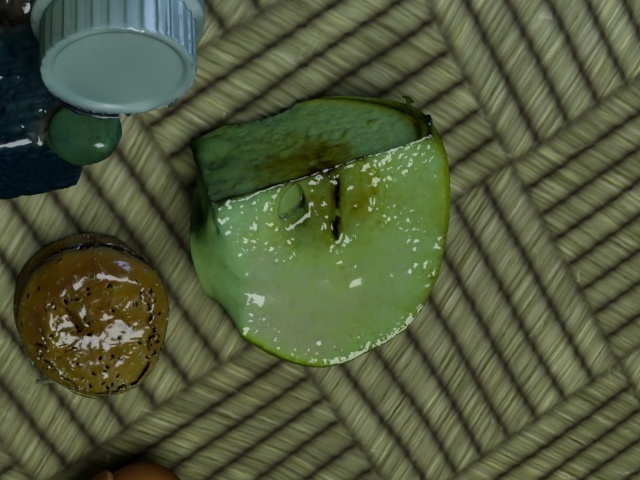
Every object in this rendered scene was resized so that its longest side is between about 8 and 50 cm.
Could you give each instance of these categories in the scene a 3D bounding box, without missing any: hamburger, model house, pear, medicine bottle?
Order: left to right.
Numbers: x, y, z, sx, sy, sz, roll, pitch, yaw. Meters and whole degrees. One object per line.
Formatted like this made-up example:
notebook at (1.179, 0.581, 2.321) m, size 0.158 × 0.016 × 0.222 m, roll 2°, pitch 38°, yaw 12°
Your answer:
model house at (-0.349, -0.136, 1.567) m, size 0.298 × 0.284 × 0.243 m, roll -11°, pitch 120°, yaw -16°
hamburger at (-0.247, 0.089, 1.787) m, size 0.177 × 0.113 × 0.185 m, roll 36°, pitch 95°, yaw -30°
medicine bottle at (-0.187, -0.282, 1.526) m, size 0.158 × 0.318 × 0.158 m, roll -4°, pitch 152°, yaw -2°
pear at (0.000, 0.000, 1.812) m, size 0.286 × 0.176 × 0.282 m, roll -18°, pitch 119°, yaw -8°

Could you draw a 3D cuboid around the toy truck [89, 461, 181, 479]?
toy truck at (-0.236, 0.380, 1.838) m, size 0.239 × 0.265 × 0.189 m, roll -41°, pitch 121°, yaw 11°
